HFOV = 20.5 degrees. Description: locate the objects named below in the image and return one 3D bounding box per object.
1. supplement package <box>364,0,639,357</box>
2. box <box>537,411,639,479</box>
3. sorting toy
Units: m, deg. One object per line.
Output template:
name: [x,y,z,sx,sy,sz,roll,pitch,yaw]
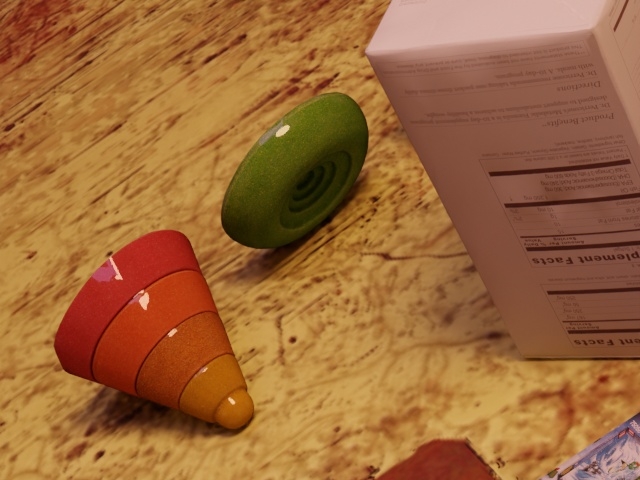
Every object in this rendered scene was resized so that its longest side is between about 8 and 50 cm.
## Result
supplement package: [0.149,-0.061,0.997,0.134,0.244,0.139,-3,43,33]
box: [0.179,0.147,0.910,0.094,0.027,0.137,-33,36,-1]
sorting toy: [0.000,0.000,1.184,0.365,0.127,0.126,-40,66,-17]
